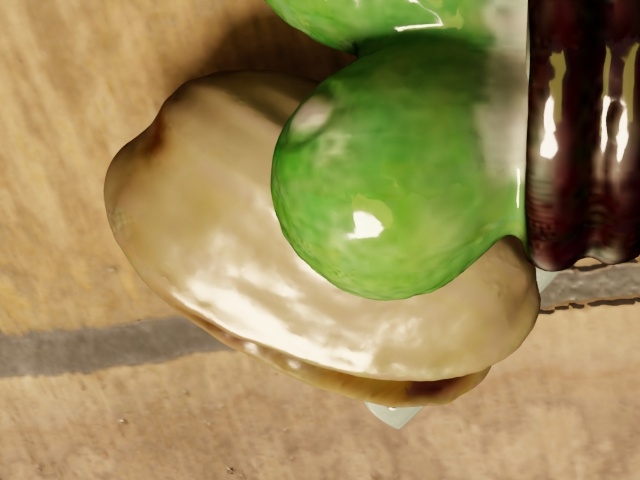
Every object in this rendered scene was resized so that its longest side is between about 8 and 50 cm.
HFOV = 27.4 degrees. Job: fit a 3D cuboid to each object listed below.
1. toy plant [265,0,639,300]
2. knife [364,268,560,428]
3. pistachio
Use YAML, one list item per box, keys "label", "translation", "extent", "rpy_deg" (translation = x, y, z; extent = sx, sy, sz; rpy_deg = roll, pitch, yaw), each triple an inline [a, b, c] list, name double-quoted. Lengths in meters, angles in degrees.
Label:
- label: "toy plant"
  translation: [0.072, -0.085, 0.511]
  extent: [0.235, 0.218, 0.175]
  rpy_deg: [0, 167, 8]
- label: "knife"
  translation: [0.071, 0.041, 0.683]
  extent: [0.044, 0.023, 0.162]
  rpy_deg: [34, 125, -7]
- label: "pistachio"
  translation: [0.000, 0.000, 0.613]
  extent: [0.206, 0.131, 0.129]
  rpy_deg: [32, 164, 4]
